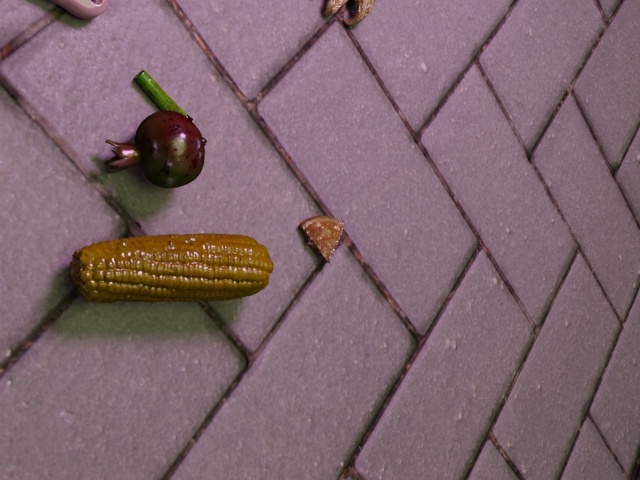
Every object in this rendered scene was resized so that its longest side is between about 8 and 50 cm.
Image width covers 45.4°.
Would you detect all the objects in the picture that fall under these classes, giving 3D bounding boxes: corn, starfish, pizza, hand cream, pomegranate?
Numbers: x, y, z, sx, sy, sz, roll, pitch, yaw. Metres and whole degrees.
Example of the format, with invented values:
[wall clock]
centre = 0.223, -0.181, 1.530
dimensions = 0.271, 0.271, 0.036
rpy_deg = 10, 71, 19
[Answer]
[corn]
centre = -0.229, 0.045, 1.255
dimensions = 0.363, 0.120, 0.120
rpy_deg = 0, 86, -42
[starfish]
centre = 0.062, -0.577, 1.613
dimensions = 0.238, 0.071, 0.215
rpy_deg = -49, 123, -41
[pizza]
centre = -0.006, -0.014, 1.527
dimensions = 0.099, 0.029, 0.100
rpy_deg = 29, 65, -28
[hand cream]
centre = -0.268, -0.239, 1.310
dimensions = 0.122, 0.023, 0.036
rpy_deg = 48, 67, -28
[pomegranate]
centre = -0.266, -0.154, 1.249
dimensions = 0.159, 0.129, 0.129
rpy_deg = 15, 75, -13

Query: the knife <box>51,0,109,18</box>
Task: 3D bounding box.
[knife]
centre = -0.481, -0.393, 1.136
dimensions = 0.336, 0.043, 0.081
rpy_deg = 5, 89, -35
